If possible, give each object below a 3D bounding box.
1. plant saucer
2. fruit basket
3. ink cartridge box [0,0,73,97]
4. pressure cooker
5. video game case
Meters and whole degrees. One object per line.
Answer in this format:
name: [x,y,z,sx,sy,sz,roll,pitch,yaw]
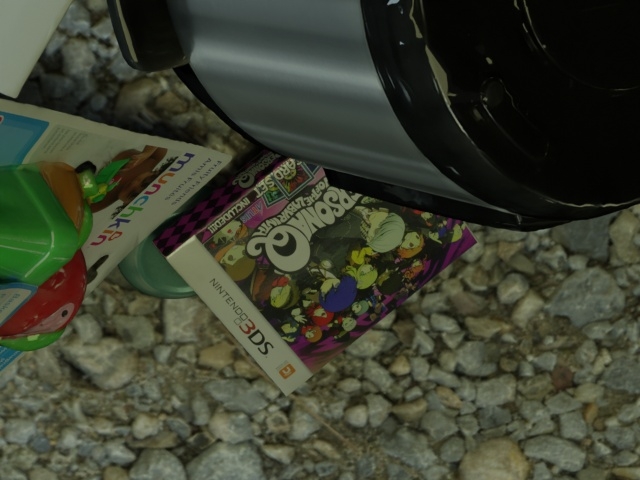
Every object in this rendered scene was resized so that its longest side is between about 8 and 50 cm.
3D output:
plant saucer: [-0.121,0.007,1.571,0.119,0.021,0.119,-9,123,-13]
fruit basket: [-0.257,0.029,1.392,0.327,0.165,0.353,-42,155,17]
ink cartridge box: [-0.207,-0.289,1.229,0.129,0.223,0.307,23,111,-31]
pressure cooker: [0.078,-0.219,1.251,0.370,0.420,0.375,28,83,-37]
video game case: [0.000,0.000,1.580,0.232,0.042,0.210,-38,128,-1]
